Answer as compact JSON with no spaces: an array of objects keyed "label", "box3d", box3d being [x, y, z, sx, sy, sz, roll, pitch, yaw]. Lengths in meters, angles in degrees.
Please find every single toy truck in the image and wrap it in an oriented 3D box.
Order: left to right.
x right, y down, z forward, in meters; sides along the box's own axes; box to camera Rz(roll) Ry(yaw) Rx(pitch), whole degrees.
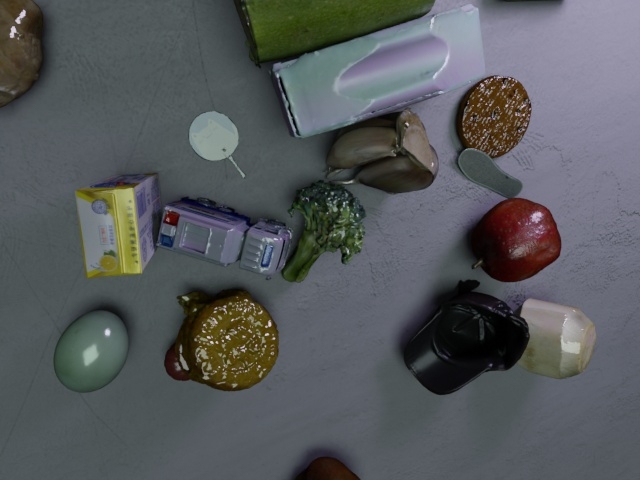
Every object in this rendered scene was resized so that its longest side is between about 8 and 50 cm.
[{"label":"toy truck","box3d":[-0.206,-0.004,0.942,0.267,0.155,0.125,16,101,3]}]

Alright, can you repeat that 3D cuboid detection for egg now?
[{"label":"egg","box3d":[-0.521,0.252,0.968,0.149,0.149,0.193,19,101,-17]}]

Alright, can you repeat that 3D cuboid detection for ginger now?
[{"label":"ginger","box3d":[-0.670,-0.406,0.774,0.244,0.155,0.304,-44,101,8]}]

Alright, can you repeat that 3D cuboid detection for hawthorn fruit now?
[{"label":"hawthorn fruit","box3d":[0.037,0.748,1.217,0.208,0.208,0.248,-50,125,3]},{"label":"hawthorn fruit","box3d":[0.501,0.006,1.124,0.249,0.215,0.215,-29,109,1]}]

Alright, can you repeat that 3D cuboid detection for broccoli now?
[{"label":"broccoli","box3d":[0.016,0.003,1.015,0.177,0.198,0.275,-16,124,-56]}]

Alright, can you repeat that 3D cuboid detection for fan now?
[{"label":"fan","box3d":[-0.230,-0.217,0.990,0.113,0.005,0.175,-38,108,-2]}]

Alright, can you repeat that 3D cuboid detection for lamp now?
[{"label":"lamp","box3d":[-0.338,0.298,1.054,0.101,0.090,0.101,11,74,-41]}]

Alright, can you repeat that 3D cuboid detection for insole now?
[{"label":"insole","box3d":[0.460,-0.176,1.147,0.231,0.003,0.080,27,121,-21]}]

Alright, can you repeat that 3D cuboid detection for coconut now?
[{"label":"coconut","box3d":[0.651,0.278,1.223,0.240,0.241,0.242,-3,105,-12]}]

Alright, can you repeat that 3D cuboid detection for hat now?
[{"label":"hat","box3d":[0.397,0.266,1.201,0.336,0.209,0.238,-36,89,17]}]

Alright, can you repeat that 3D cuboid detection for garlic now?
[{"label":"garlic","box3d":[0.146,-0.190,0.978,0.237,0.291,0.210,-27,101,-31]}]

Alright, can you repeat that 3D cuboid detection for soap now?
[{"label":"soap","box3d":[0.120,-0.356,0.901,0.445,0.261,0.156,-20,111,-8]}]

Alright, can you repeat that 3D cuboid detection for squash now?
[{"label":"squash","box3d":[0.003,-0.523,0.831,0.383,0.263,0.263,-21,108,-7]}]

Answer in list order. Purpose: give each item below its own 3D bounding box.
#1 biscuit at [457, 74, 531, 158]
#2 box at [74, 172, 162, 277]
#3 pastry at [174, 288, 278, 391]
[{"label":"biscuit","box3d":[0.453,-0.320,1.106,0.211,0.036,0.213,-3,107,-10]},{"label":"box","box3d":[-0.394,-0.043,0.861,0.097,0.265,0.169,-2,107,-11]},{"label":"pastry","box3d":[-0.213,0.236,1.014,0.239,0.132,0.236,2,86,-38]}]
